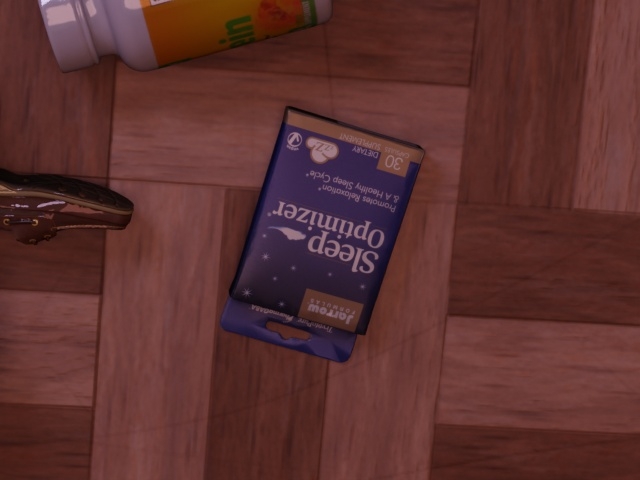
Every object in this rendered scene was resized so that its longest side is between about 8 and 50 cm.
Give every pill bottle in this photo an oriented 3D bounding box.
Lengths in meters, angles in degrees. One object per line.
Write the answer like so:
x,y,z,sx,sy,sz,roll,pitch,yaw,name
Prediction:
-0.123,-0.227,1.563,0.246,0.136,0.136,-16,102,-3,pill bottle

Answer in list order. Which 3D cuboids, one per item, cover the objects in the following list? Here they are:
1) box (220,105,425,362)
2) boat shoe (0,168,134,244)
0.000,0.000,1.674,0.136,0.036,0.225,16,100,-9,box
-0.261,-0.027,1.627,0.178,0.064,0.060,8,105,-1,boat shoe
